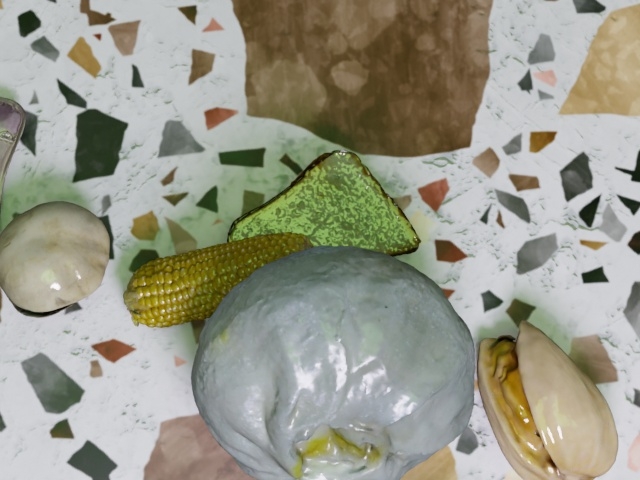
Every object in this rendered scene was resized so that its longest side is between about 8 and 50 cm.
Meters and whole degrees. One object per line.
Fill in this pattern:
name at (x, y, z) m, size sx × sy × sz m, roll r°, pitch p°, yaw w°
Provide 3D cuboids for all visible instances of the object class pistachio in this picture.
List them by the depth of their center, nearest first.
pistachio at (0.294, 0.216, 1.864) m, size 0.157 × 0.157 × 0.229 m, roll -27°, pitch 83°, yaw -10°

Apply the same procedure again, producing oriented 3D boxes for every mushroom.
mushroom at (-0.337, 0.026, 1.812) m, size 0.154 × 0.122 × 0.154 m, roll -10°, pitch 53°, yaw 13°

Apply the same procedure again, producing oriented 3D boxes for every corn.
corn at (-0.128, 0.049, 1.804) m, size 0.260 × 0.091 × 0.091 m, roll -13°, pitch 60°, yaw 21°

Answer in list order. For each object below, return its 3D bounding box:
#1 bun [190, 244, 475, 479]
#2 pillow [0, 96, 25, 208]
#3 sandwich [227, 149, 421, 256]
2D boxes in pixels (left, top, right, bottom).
bun at (0.021, 0.178, 1.733) m, size 0.362 × 0.362 × 0.211 m, roll -6°, pitch 44°, yaw -8°
pillow at (-0.463, -0.081, 1.841) m, size 0.131 × 0.038 × 0.232 m, roll 13°, pitch 85°, yaw -3°
sandwich at (0.000, 0.000, 1.883) m, size 0.215 × 0.065 × 0.186 m, roll -40°, pitch 90°, yaw -9°
